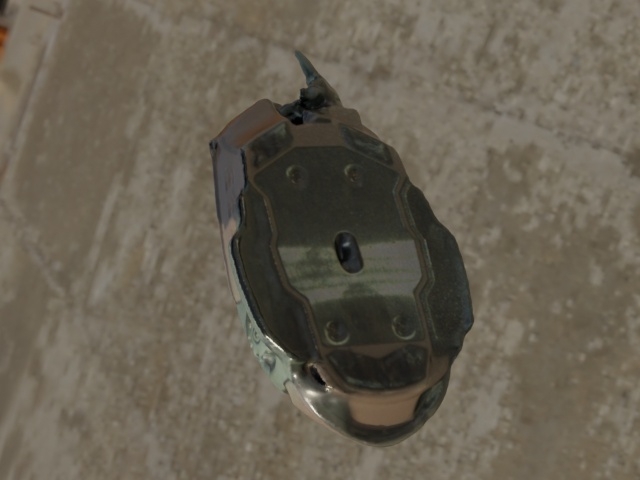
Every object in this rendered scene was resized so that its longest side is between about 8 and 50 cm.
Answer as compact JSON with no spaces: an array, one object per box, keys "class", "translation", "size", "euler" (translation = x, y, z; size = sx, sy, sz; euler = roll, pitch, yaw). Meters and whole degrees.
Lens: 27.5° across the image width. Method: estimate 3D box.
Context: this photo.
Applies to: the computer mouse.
[{"class":"computer mouse","translation":[-0.002,0.005,1.105],"size":[0.115,0.199,0.389],"euler":[122,142,-49]}]
